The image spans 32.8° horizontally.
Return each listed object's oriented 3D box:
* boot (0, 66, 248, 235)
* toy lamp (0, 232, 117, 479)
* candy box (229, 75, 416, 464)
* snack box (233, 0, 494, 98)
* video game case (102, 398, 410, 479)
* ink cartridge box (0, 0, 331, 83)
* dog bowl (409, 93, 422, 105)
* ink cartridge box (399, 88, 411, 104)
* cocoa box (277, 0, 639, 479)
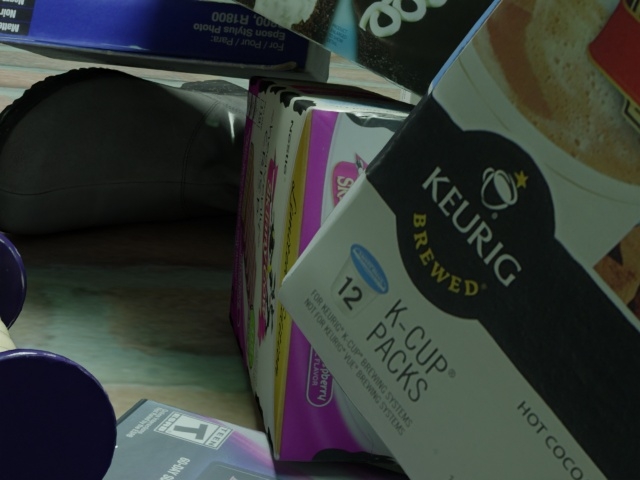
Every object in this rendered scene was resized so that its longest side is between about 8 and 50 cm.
[{"bbox_3d":[-0.068,-0.050,0.824,0.223,0.118,0.338,24,27,27],"label":"boot"},{"bbox_3d":[-0.164,0.041,0.512,0.080,0.080,0.275,0,12,-26],"label":"toy lamp"},{"bbox_3d":[0.000,0.000,0.573,0.071,0.159,0.233,4,10,-11],"label":"candy box"},{"bbox_3d":[0.030,-0.136,0.587,0.322,0.060,0.187,34,20,36],"label":"snack box"},{"bbox_3d":[0.011,0.141,0.407,0.274,0.026,0.196,13,18,15],"label":"video game case"},{"bbox_3d":[-0.109,-0.139,0.725,0.223,0.045,0.224,6,7,3],"label":"ink cartridge box"},{"bbox_3d":[0.182,-0.078,0.769,0.104,0.264,0.265,-6,23,-34],"label":"dog bowl"},{"bbox_3d":[0.199,-0.127,1.081,0.171,0.168,0.232,3,19,-19],"label":"ink cartridge box"},{"bbox_3d":[0.211,0.010,0.409,0.347,0.228,0.231,-5,51,-49],"label":"cocoa box"}]
